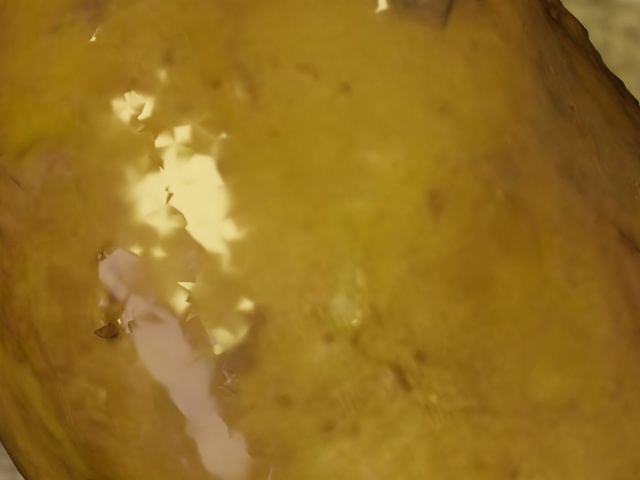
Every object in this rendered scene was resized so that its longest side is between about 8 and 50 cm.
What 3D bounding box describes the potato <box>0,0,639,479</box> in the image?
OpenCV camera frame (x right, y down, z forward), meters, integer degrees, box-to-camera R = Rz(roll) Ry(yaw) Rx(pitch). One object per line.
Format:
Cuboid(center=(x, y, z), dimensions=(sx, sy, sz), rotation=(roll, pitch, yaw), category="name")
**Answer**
Cuboid(center=(0.000, 0.000, 0.544), dimensions=(0.229, 0.229, 0.266), rotation=(-12, 115, 31), category="potato")
